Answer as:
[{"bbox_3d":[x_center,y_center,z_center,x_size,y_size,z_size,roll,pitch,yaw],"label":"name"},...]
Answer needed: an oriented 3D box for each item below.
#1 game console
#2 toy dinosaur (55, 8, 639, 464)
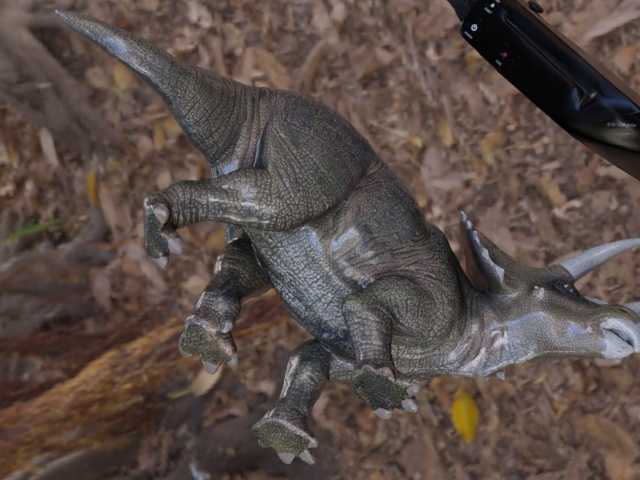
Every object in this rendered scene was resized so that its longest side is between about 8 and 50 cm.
[{"bbox_3d":[0.119,-0.158,0.758,0.044,0.213,0.361,-50,62,17],"label":"game console"},{"bbox_3d":[0.000,0.000,0.548,0.313,0.160,0.121,36,134,0],"label":"toy dinosaur"}]
